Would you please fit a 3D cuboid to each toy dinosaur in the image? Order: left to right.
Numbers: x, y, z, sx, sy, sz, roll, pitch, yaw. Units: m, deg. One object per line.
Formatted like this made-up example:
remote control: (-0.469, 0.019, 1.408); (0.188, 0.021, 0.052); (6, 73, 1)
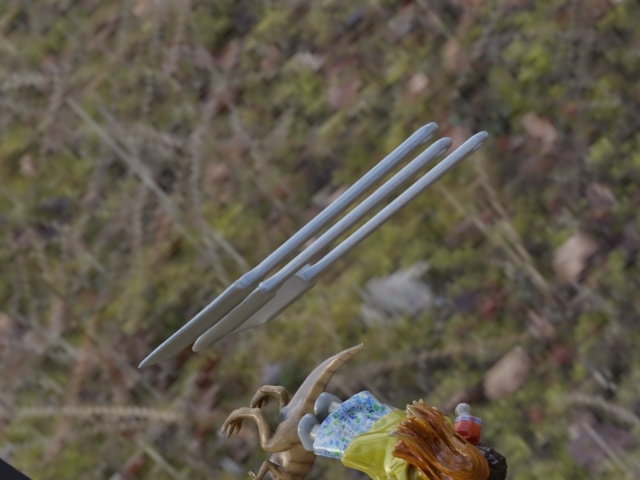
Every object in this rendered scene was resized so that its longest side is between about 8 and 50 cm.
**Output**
toy dinosaur: (-0.022, 0.164, 1.712); (0.112, 0.064, 0.211); (25, 107, 29)

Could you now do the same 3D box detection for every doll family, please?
doll family: (0.034, 0.203, 1.418); (0.163, 0.118, 0.263); (17, 60, 38)

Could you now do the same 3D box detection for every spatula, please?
spatula: (0.000, 0.000, 1.234); (0.242, 0.019, 0.168); (-40, -13, 17)

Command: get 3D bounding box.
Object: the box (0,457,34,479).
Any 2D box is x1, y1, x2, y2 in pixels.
box: (-0.342, 0.176, 1.004); (0.395, 0.318, 0.097); (-39, 19, 41)
